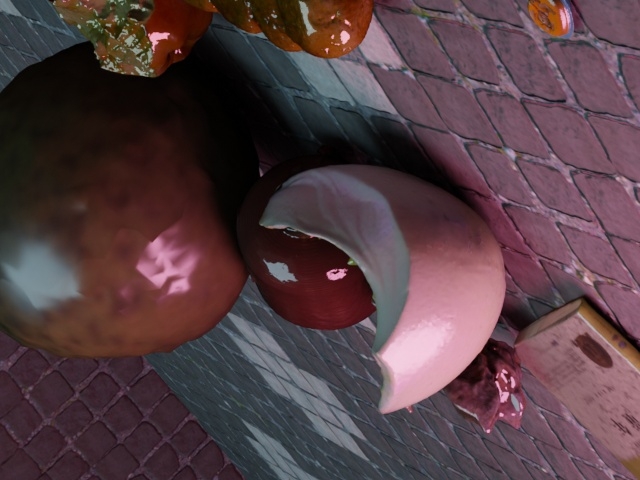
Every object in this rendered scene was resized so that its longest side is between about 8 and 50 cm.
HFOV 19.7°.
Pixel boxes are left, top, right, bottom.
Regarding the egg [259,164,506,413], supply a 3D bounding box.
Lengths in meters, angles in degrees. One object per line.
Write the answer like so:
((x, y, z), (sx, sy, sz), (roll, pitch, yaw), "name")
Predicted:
((0.094, 0.019, 1.860), (0.162, 0.206, 0.271), (-38, 72, 46), "egg")

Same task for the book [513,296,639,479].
((0.354, 0.205, 1.911), (0.352, 0.035, 0.239), (45, 164, 2), "book")

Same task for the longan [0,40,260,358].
((-0.247, -0.042, 2.185), (0.391, 0.391, 0.391), (41, 165, 14), "longan")

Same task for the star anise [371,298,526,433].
((0.154, 0.115, 2.018), (0.212, 0.073, 0.197), (44, -156, 2), "star anise")

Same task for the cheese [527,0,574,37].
((0.175, -0.184, 1.387), (0.047, 0.017, 0.111), (38, 163, 16), "cheese")

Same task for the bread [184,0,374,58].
((-0.071, -0.258, 1.726), (0.344, 0.084, 0.124), (29, 136, 47), "bread")

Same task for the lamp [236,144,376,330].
((0.000, 0.000, 2.067), (0.180, 0.180, 0.258), (40, 169, 20), "lamp")

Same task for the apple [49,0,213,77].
((-0.197, -0.255, 1.962), (0.158, 0.147, 0.156), (37, 134, -8), "apple")
